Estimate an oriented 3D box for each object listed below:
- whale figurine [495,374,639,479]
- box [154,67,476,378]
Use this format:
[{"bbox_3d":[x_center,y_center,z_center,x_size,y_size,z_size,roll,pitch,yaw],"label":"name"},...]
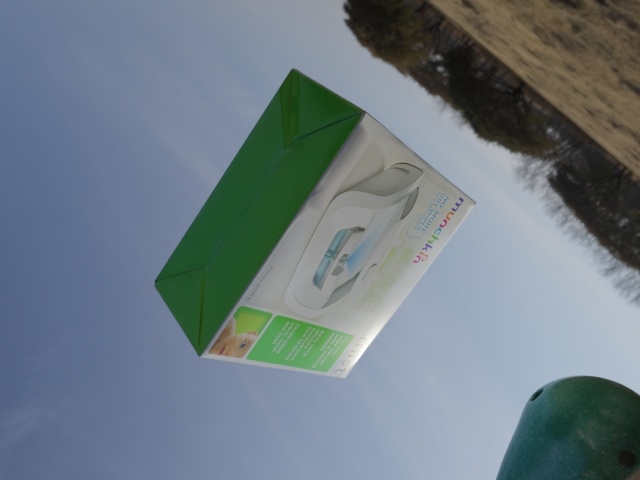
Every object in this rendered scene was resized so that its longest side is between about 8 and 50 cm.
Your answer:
[{"bbox_3d":[0.257,0.263,0.612,0.141,0.272,0.216,50,-177,12],"label":"whale figurine"},{"bbox_3d":[0.000,0.000,0.577,0.231,0.262,0.127,26,-167,-47],"label":"box"}]
